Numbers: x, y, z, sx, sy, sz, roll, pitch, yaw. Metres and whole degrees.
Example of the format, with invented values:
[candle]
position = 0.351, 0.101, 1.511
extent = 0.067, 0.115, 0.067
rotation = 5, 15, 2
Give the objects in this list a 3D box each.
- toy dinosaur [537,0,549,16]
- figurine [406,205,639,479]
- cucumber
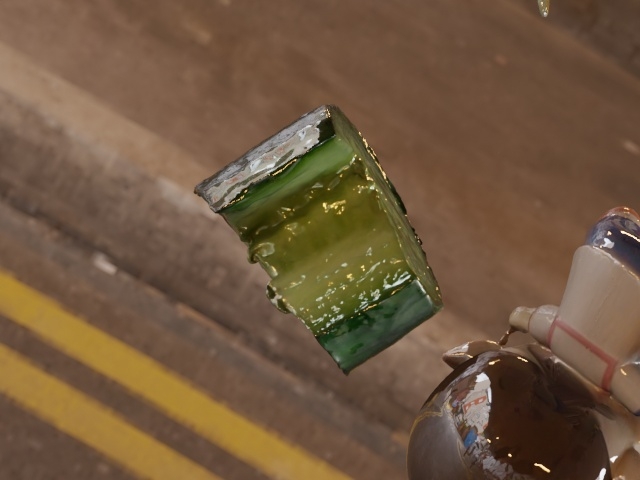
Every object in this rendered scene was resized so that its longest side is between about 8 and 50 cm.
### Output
[toy dinosaur]
position = 0.111, -0.200, 0.874
extent = 0.106, 0.044, 0.187
rotation = -13, 79, -45
[figurine]
position = 0.150, 0.116, 1.133
extent = 0.161, 0.275, 0.158
rotation = 42, 3, 37
[cucumber]
position = 0.004, 0.003, 1.408
extent = 0.191, 0.130, 0.191
rotation = 55, 9, -12
